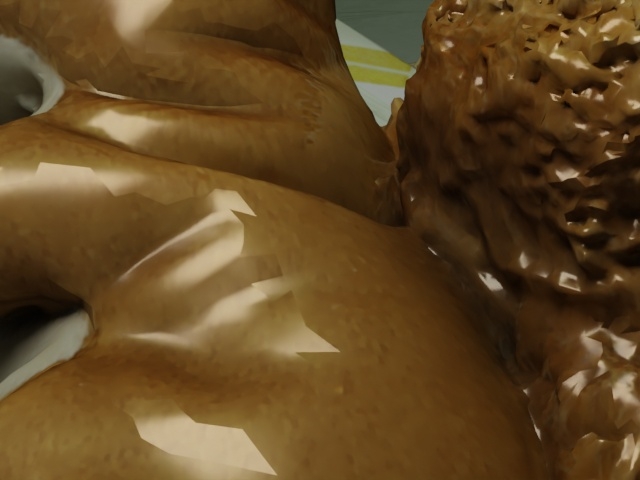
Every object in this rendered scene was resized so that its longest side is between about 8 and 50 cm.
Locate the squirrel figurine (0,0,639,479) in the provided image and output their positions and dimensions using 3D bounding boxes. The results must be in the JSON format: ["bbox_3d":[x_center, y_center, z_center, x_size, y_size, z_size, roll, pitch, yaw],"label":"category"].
[{"bbox_3d":[0.000,0.000,0.566,0.397,0.281,0.370,-4,63,7],"label":"squirrel figurine"}]

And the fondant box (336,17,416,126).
[{"bbox_3d":[0.013,-0.007,0.805,0.330,0.096,0.238,35,34,8],"label":"fondant box"}]

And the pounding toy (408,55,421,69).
[{"bbox_3d":[0.068,-0.117,1.296,0.141,0.100,0.130,-12,21,-3],"label":"pounding toy"}]
